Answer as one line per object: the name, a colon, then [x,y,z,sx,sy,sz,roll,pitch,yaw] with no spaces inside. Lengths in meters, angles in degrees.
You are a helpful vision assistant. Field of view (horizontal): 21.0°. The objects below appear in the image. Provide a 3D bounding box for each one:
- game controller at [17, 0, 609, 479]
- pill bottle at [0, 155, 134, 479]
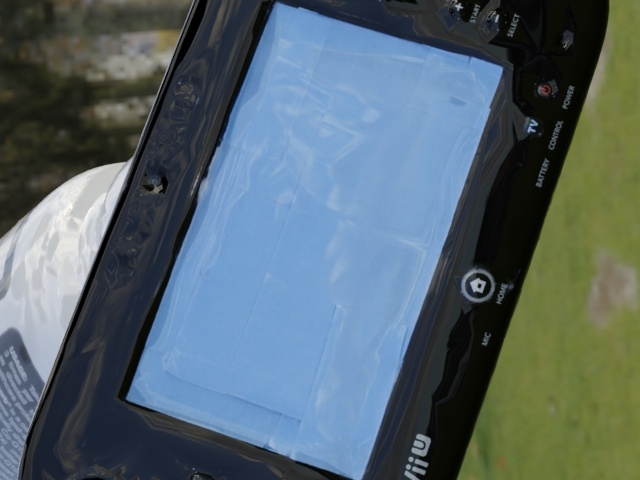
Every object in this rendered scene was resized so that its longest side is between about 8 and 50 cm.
game controller: [0.000,0.000,0.696,0.067,0.166,0.319,45,-117,-69]
pill bottle: [-0.143,0.075,1.162,0.363,0.210,0.210,-35,51,44]
